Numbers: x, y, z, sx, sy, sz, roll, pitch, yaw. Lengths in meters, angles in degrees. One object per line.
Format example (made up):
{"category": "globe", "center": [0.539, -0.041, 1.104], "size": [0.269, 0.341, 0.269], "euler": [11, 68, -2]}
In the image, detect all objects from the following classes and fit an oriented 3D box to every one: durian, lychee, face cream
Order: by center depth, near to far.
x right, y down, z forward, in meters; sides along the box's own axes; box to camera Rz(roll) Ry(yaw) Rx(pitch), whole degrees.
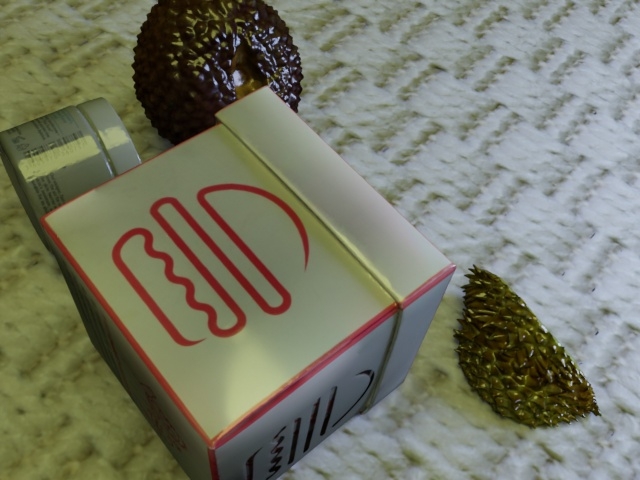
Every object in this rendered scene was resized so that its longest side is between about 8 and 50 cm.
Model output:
{"category": "durian", "center": [0.264, 0.147, 0.959], "size": [0.252, 0.144, 0.139], "euler": [45, 24, 29]}
{"category": "face cream", "center": [-0.336, -0.089, 0.977], "size": [0.153, 0.177, 0.177], "euler": [-27, 63, -21]}
{"category": "lychee", "center": [-0.160, -0.253, 1.078], "size": [0.267, 0.267, 0.267], "euler": [4, 55, -5]}

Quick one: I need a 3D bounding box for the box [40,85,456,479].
{"category": "box", "center": [-0.083, 0.078, 0.815], "size": [0.300, 0.314, 0.312], "euler": [-33, 66, -24]}
